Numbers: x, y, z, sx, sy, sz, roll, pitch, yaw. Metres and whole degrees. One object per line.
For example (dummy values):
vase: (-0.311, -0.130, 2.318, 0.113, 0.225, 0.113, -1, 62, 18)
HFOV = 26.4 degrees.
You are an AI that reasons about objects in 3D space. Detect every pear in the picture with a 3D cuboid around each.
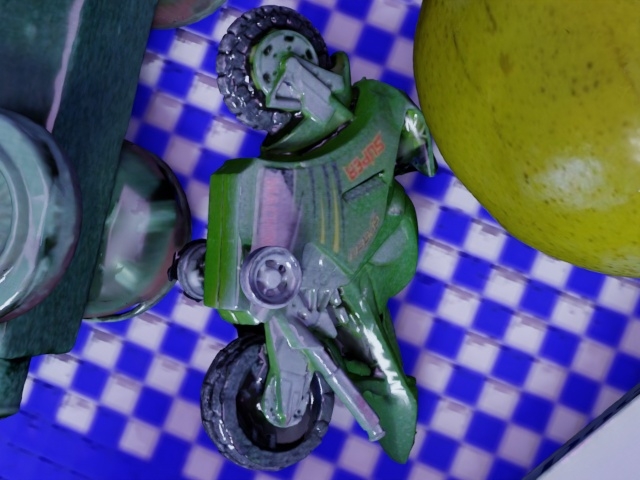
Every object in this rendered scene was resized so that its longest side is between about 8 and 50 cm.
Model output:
pear: (0.134, -0.077, 0.504, 0.198, 0.198, 0.198, 0, 87, 6)

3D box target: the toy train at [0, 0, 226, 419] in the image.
toy train: (-0.162, -0.086, 0.565, 0.222, 0.150, 0.304, 13, 91, 15)

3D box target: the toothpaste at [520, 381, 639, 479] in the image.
toothpaste: (0.205, 0.049, 0.550, 0.336, 0.067, 0.081, -40, 81, 2)

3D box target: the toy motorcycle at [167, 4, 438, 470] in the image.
toy motorcycle: (0.000, 0.000, 0.567, 0.106, 0.074, 0.190, 2, 90, -30)
